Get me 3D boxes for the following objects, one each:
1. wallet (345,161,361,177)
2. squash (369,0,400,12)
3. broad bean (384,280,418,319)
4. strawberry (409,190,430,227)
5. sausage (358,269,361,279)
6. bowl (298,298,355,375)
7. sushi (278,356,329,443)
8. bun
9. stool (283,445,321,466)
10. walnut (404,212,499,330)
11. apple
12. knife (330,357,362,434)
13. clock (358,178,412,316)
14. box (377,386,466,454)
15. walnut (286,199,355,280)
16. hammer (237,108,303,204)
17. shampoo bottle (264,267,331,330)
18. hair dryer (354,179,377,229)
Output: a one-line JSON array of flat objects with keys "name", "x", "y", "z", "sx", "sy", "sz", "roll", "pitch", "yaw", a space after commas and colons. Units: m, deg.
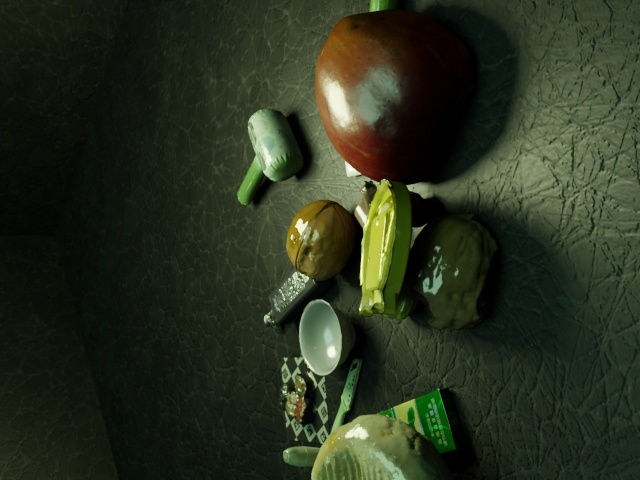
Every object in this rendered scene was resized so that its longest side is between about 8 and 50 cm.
[{"name": "wallet", "x": 0.104, "y": -0.190, "z": 1.880, "sx": 0.122, "sy": 0.025, "sz": 0.061, "roll": -8, "pitch": 82, "yaw": 55}, {"name": "squash", "x": 0.146, "y": -0.551, "z": 1.773, "sx": 0.077, "sy": 0.068, "sz": 0.219, "roll": 11, "pitch": 100, "yaw": 61}, {"name": "broad bean", "x": 0.163, "y": 0.095, "z": 1.745, "sx": 0.124, "sy": 0.082, "sz": 0.174, "roll": -39, "pitch": 60, "yaw": 52}, {"name": "strawberry", "x": 0.198, "y": -0.066, "z": 1.695, "sx": 0.096, "sy": 0.083, "sz": 0.083, "roll": 52, "pitch": 131, "yaw": 42}, {"name": "sausage", "x": 0.117, "y": 0.045, "z": 1.864, "sx": 0.026, "sy": 0.026, "sz": 0.116, "roll": 48, "pitch": 128, "yaw": 45}, {"name": "bowl", "x": 0.030, "y": 0.240, "z": 1.943, "sx": 0.189, "sy": 0.086, "sz": 0.189, "roll": -3, "pitch": 86, "yaw": 55}, {"name": "sushi", "x": -0.063, "y": 0.434, "z": 2.116, "sx": 0.220, "sy": 0.047, "sz": 0.231, "roll": -14, "pitch": 79, "yaw": 55}, {"name": "bun", "x": 0.159, "y": 0.529, "z": 1.614, "sx": 0.365, "sy": 0.219, "sz": 0.365, "roll": 16, "pitch": 115, "yaw": 38}, {"name": "stool", "x": 0.021, "y": 0.601, "z": 1.864, "sx": 0.195, "sy": 0.199, "sz": 0.195, "roll": 34, "pitch": 117, "yaw": 49}, {"name": "walnut", "x": 0.253, "y": 0.055, "z": 1.567, "sx": 0.204, "sy": 0.141, "sz": 0.238, "roll": -44, "pitch": 58, "yaw": 41}, {"name": "apple", "x": 0.147, "y": -0.318, "z": 1.687, "sx": 0.329, "sy": 0.295, "sz": 0.365, "roll": -41, "pitch": 62, "yaw": 2}, {"name": "knife", "x": 0.062, "y": 0.420, "z": 1.958, "sx": 0.043, "sy": 0.020, "sz": 0.293, "roll": 39, "pitch": 121, "yaw": 51}, {"name": "clock", "x": 0.144, "y": 0.021, "z": 1.612, "sx": 0.277, "sy": 0.071, "sz": 0.293, "roll": 174, "pitch": 102, "yaw": -81}, {"name": "box", "x": 0.217, "y": 0.416, "z": 1.713, "sx": 0.235, "sy": 0.034, "sz": 0.132, "roll": -37, "pitch": 62, "yaw": 50}, {"name": "walnut", "x": 0.000, "y": 0.000, "z": 1.919, "sx": 0.167, "sy": 0.167, "sz": 0.207, "roll": 49, "pitch": 129, "yaw": 44}, {"name": "hammer", "x": -0.165, "y": -0.205, "z": 2.216, "sx": 0.335, "sy": 0.119, "sz": 0.206, "roll": -55, "pitch": 47, "yaw": 50}, {"name": "shampoo bottle", "x": -0.076, "y": 0.151, "z": 2.108, "sx": 0.309, "sy": 0.071, "sz": 0.098, "roll": -47, "pitch": 54, "yaw": 45}, {"name": "hair dryer", "x": 0.117, "y": -0.079, "z": 1.767, "sx": 0.117, "sy": 0.064, "sz": 0.181, "roll": 59, "pitch": 170, "yaw": 38}]
